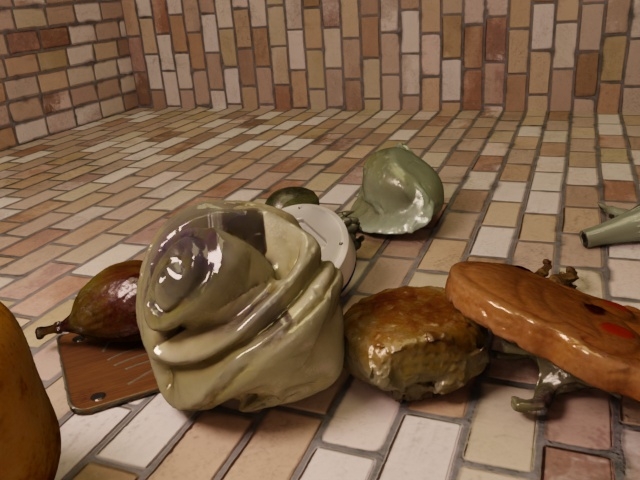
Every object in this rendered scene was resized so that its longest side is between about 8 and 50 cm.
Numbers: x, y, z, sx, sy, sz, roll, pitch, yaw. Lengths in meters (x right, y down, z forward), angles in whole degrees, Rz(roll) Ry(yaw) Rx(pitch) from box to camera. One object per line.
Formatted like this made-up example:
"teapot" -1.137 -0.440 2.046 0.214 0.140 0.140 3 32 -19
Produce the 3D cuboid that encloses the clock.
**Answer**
"clock" -0.045 0.034 1.285 0.230 0.083 0.230 -9 55 13

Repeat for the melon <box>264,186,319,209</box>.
"melon" -0.081 -0.088 1.681 0.167 0.114 0.114 -15 25 -27

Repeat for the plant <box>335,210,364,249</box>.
"plant" 0.000 0.000 1.442 0.194 0.129 0.132 -2 24 13

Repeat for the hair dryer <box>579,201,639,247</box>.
"hair dryer" 0.695 -0.039 1.522 0.229 0.092 0.267 -18 12 -18

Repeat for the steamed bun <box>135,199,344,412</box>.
"steamed bun" -0.151 0.083 0.959 0.394 0.237 0.346 27 68 27

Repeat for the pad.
"pad" -0.325 0.201 1.150 0.286 0.018 0.284 -12 23 -23

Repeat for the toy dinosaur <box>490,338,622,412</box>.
"toy dinosaur" 0.361 0.183 0.991 0.162 0.077 0.294 1 23 2

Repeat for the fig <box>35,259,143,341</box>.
"fig" -0.396 0.127 1.159 0.274 0.145 0.170 -18 22 -5

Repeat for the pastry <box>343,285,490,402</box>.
"pastry" 0.150 0.163 1.031 0.257 0.120 0.236 -10 19 -9

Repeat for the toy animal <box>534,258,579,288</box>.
"toy animal" 0.399 0.094 1.243 0.275 0.054 0.149 -18 24 -30

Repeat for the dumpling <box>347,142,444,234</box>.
"dumpling" 0.192 -0.148 1.664 0.270 0.211 0.320 0 12 18

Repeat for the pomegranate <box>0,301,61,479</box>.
"pomegranate" -0.504 0.218 0.687 0.417 0.416 0.416 -3 22 1

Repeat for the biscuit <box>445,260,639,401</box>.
"biscuit" 0.408 0.135 0.948 0.455 0.078 0.350 23 19 23
